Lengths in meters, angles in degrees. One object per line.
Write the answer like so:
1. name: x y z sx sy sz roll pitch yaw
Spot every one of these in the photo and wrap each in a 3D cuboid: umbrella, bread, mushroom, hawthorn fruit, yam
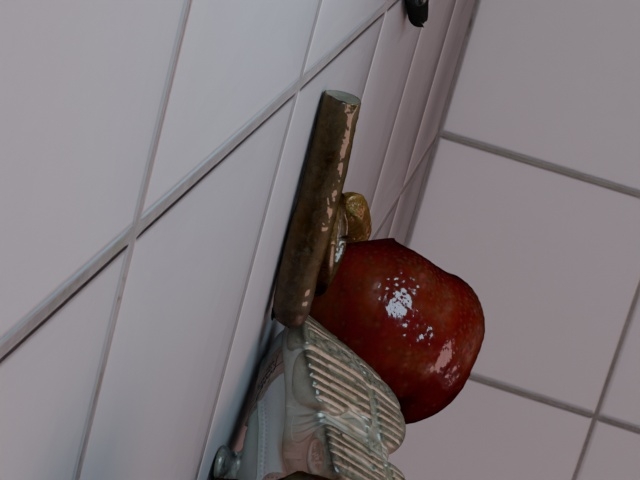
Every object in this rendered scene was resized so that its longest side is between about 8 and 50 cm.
1. umbrella: 0.125 -0.305 2.189 0.133 0.031 0.036 59 50 -83
2. bread: 0.040 -0.023 2.152 0.157 0.044 0.052 75 39 -77
3. mushroom: 0.000 0.000 1.841 0.123 0.052 0.123 10 90 -86
4. hawthorn fruit: 0.082 0.128 2.027 0.230 0.210 0.266 46 31 -32
5. yam: -0.006 -0.027 1.744 0.046 0.046 0.264 -57 162 -67

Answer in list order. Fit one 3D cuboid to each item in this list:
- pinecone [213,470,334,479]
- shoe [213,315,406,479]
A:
1. pinecone: -0.011 0.339 1.138 0.398 0.397 0.398 17 90 -84
2. shoe: -0.030 0.231 1.806 0.198 0.172 0.351 -38 -153 19
